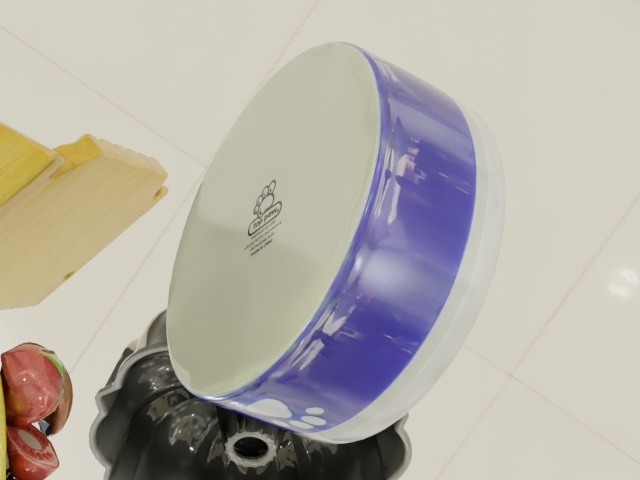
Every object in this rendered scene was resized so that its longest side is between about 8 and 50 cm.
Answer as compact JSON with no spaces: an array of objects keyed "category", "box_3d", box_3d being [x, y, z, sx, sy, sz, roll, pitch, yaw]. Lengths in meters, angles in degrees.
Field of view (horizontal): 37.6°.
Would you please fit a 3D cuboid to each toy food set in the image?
[{"category":"toy food set","box_3d":[-0.179,0.125,0.563,0.071,0.128,0.218,2,86,-33]}]

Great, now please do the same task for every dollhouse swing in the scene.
[{"category":"dollhouse swing","box_3d":[-0.399,-0.092,0.988,0.315,0.347,0.305,-40,83,5]}]

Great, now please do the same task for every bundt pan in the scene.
[{"category":"bundt pan","box_3d":[-0.070,0.178,0.998,0.330,0.124,0.331,0,124,0]}]

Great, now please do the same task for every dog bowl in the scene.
[{"category":"dog bowl","box_3d":[0.000,0.000,0.660,0.104,0.265,0.265,24,96,-29]}]
